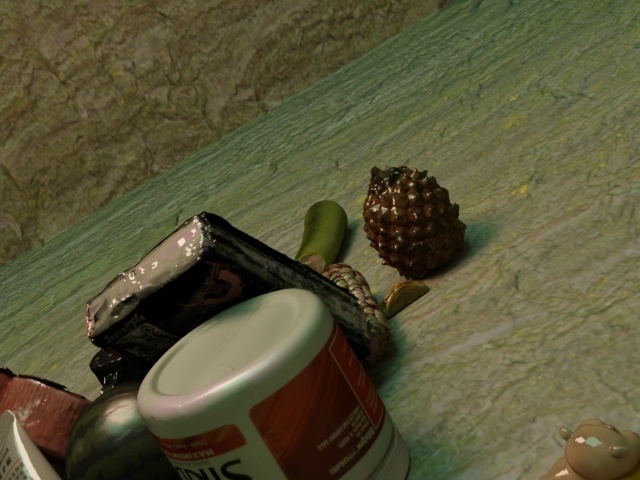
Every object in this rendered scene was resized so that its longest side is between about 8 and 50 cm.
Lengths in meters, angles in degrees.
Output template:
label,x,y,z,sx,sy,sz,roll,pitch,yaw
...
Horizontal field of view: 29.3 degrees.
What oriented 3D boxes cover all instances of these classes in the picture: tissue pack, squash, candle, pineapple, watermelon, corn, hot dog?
label,x,y,z,sx,sy,sz,roll,pitch,yaw
tissue pack,-0.120,0.114,1.642,0.245,0.332,0.123,-37,41,26
squash,0.000,0.000,2.240,0.083,0.083,0.250,-23,22,20
candle,-0.488,0.291,1.952,0.287,0.317,0.131,83,-155,-71
pineapple,0.135,-0.040,1.934,0.166,0.193,0.166,-34,17,12
watermelon,-0.227,0.285,1.595,0.212,0.212,0.212,-27,18,9
corn,0.051,0.109,1.839,0.092,0.092,0.280,-31,20,-2
hot dog,0.121,0.084,1.876,0.090,0.034,0.030,-33,18,-13

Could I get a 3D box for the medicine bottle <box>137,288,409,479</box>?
label,x,y,z,sx,sy,sz,roll,pitch,yaw
medicine bottle,-0.055,0.217,1.451,0.253,0.240,0.252,-28,17,10

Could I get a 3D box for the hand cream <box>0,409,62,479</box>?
label,x,y,z,sx,sy,sz,roll,pitch,yaw
hand cream,-0.348,0.360,1.534,0.089,0.314,0.139,6,-62,-52

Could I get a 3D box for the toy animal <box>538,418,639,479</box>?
label,x,y,z,sx,sy,sz,roll,pitch,yaw
toy animal,0.272,0.209,1.211,0.114,0.082,0.091,-9,26,51

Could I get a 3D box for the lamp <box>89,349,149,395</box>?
label,x,y,z,sx,sy,sz,roll,pitch,yaw
lamp,-0.254,0.224,1.765,0.147,0.227,0.172,-23,19,20
